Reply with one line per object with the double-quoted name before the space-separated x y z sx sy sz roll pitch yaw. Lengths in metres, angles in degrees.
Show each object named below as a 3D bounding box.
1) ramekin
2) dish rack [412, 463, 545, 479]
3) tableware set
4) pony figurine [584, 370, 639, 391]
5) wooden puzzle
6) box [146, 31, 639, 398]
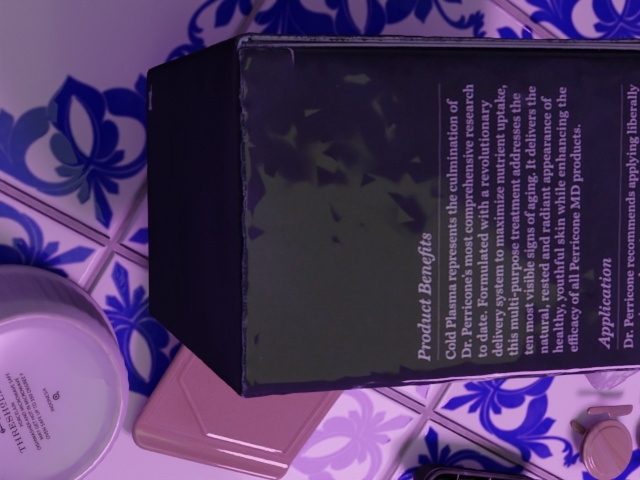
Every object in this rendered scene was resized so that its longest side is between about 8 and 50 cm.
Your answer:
"ramekin" -0.339 0.168 1.375 0.272 0.127 0.273 -6 103 -27
"dish rack" 0.197 0.442 1.699 0.208 0.074 0.272 11 96 -22
"tableware set" 0.449 0.295 1.775 0.194 0.039 0.128 0 95 -26
"pony figurine" 0.450 0.056 1.569 0.351 0.363 0.303 38 83 -41
"wooden puzzle" -0.089 0.182 1.514 0.220 0.044 0.239 18 118 -24
"box" 0.094 -0.043 1.215 0.471 0.480 0.298 0 95 -16
